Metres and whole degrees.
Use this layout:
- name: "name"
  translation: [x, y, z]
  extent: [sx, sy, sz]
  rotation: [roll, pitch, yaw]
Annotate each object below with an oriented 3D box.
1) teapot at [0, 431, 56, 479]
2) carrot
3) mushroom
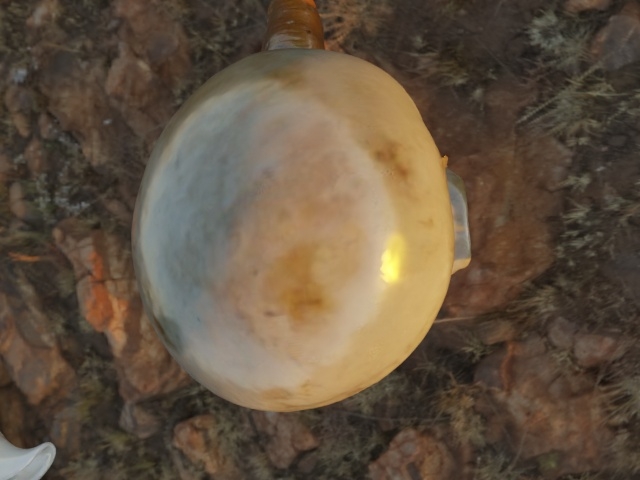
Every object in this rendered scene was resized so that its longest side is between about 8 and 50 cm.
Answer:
- name: "teapot"
  translation: [-0.436, 0.296, 0.819]
  extent: [0.139, 0.204, 0.298]
  rotation: [40, 77, 19]
- name: "carrot"
  translation: [-0.032, -0.229, 0.906]
  extent: [0.087, 0.087, 0.193]
  rotation: [-30, 45, 36]
- name: "mushroom"
  translation: [0.000, 0.000, 0.646]
  extent: [0.297, 0.290, 0.297]
  rotation: [-11, 74, 43]
